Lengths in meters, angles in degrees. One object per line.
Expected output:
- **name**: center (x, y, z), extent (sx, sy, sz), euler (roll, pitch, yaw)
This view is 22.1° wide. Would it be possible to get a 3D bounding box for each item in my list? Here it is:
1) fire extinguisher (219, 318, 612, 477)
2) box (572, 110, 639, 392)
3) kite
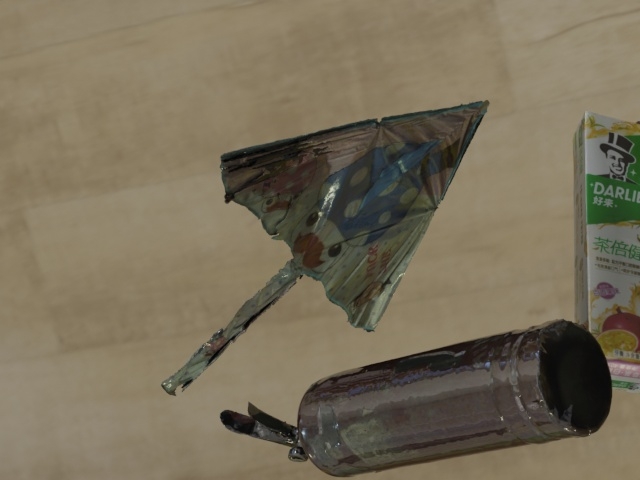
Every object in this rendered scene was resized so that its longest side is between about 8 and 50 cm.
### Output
- **fire extinguisher**: center (0.053, 0.106, 1.055), extent (0.268, 0.089, 0.072), euler (-17, 56, 43)
- **box**: center (0.198, 0.005, 1.113), extent (0.050, 0.207, 0.041), euler (10, 146, -7)
- **kite**: center (0.000, 0.000, 1.178), extent (0.314, 0.335, 0.011), euler (-41, 60, 1)
